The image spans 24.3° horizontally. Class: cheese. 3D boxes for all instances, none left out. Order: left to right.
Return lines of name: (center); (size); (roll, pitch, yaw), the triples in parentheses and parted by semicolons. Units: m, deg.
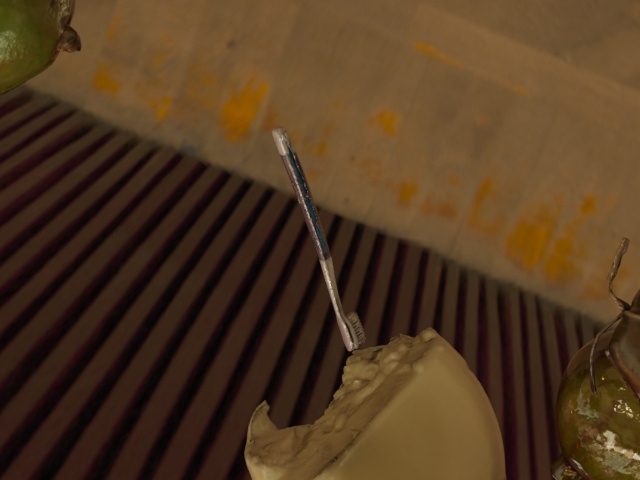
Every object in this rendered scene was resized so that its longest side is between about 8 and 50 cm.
cheese: (0.062, 0.219, 1.493); (0.233, 0.266, 0.127); (55, 144, -7)

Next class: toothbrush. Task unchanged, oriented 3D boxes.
toothbrush: (0.000, 0.000, 1.676); (0.026, 0.024, 0.288); (-35, 117, -31)

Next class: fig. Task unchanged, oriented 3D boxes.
fig: (0.260, 0.161, 1.331); (0.186, 0.148, 0.142); (-36, 102, 29)

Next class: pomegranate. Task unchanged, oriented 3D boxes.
pomegranate: (-0.426, -0.276, 1.617); (0.341, 0.260, 0.260); (8, 105, -5)

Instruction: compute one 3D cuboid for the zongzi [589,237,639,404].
zongzi: (0.236, 0.088, 0.724); (0.187, 0.184, 0.084); (21, 77, 36)
